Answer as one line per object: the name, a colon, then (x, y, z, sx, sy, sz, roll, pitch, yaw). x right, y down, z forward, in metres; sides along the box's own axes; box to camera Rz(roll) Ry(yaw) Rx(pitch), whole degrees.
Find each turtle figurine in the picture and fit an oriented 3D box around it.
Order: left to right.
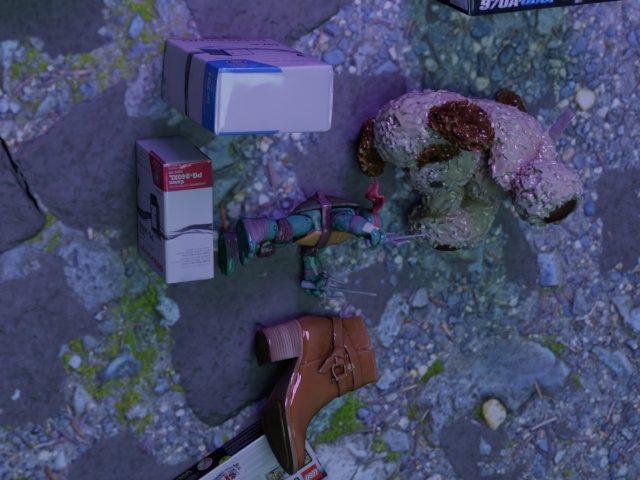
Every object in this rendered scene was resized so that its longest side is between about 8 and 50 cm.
turtle figurine: (0.000, 0.000, 2.121, 0.234, 0.118, 0.175, -3, 150, -21)

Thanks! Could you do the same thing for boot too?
boot: (0.003, 0.192, 2.189, 0.152, 0.073, 0.197, -7, 92, -28)

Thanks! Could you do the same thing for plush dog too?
plush dog: (0.170, -0.119, 2.113, 0.225, 0.262, 0.210, 20, 66, -38)

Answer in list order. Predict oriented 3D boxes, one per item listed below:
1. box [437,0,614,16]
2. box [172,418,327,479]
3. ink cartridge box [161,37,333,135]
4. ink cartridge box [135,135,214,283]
box: (0.236, -0.320, 2.070, 0.220, 0.175, 0.051, -9, 113, -21)
box: (-0.104, 0.318, 2.230, 0.207, 0.036, 0.114, -34, 119, -10)
ink cartridge box: (-0.087, -0.178, 1.969, 0.140, 0.191, 0.082, -4, 109, -23)
ink cartridge box: (-0.172, -0.036, 2.028, 0.063, 0.109, 0.150, -8, 111, -23)
